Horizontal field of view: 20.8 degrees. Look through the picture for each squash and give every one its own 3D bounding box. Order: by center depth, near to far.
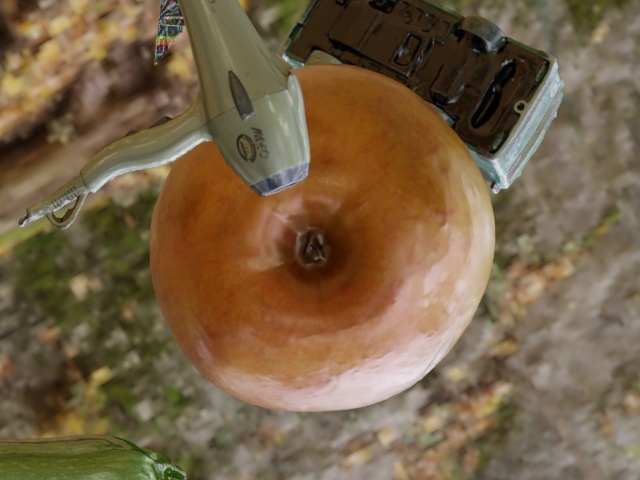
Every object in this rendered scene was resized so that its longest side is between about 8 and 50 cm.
[{"bbox_3d":[-0.166,0.138,0.919,0.219,0.068,0.077,2,148,-37],"label":"squash"}]

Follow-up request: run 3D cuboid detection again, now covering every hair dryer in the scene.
[{"bbox_3d":[-0.112,-0.100,1.142,0.199,0.167,0.067,-9,178,7],"label":"hair dryer"}]

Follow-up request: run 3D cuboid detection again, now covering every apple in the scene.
[{"bbox_3d":[0.000,0.000,1.465,0.299,0.299,0.275,-29,178,-3],"label":"apple"}]

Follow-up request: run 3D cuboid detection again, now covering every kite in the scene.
[{"bbox_3d":[-0.139,-0.237,1.809,0.122,0.090,0.004,-44,-141,-24],"label":"kite"}]

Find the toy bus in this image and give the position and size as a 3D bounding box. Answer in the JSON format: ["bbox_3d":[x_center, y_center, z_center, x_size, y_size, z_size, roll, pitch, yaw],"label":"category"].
[{"bbox_3d":[0.105,-0.158,1.686,0.128,0.256,0.147,-58,156,-5],"label":"toy bus"}]
